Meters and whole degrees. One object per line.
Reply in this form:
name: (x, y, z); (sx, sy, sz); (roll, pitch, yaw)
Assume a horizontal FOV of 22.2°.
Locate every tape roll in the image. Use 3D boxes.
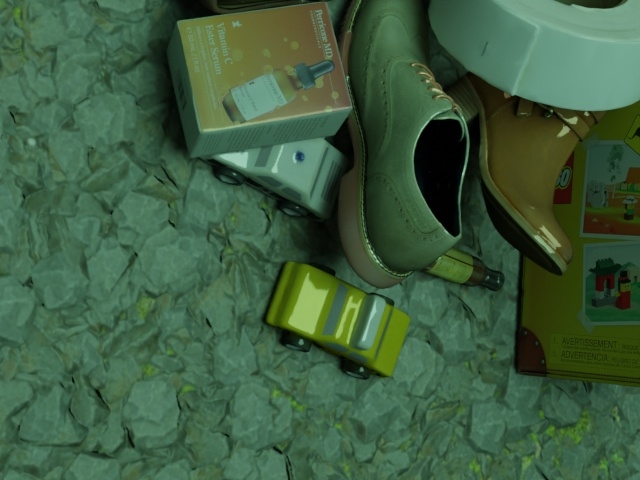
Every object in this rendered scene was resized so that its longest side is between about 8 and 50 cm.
tape roll: (0.272, -0.271, 1.899); (0.286, 0.286, 0.100); (-13, 138, -34)

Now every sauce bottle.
sauce bottle: (0.173, 0.034, 2.014); (0.128, 0.042, 0.042); (23, 77, -32)

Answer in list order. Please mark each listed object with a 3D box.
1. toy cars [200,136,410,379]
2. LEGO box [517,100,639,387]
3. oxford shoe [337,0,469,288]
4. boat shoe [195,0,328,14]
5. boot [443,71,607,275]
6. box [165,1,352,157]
toy cars: (0.000, 0.000, 1.867); (0.176, 0.087, 0.394); (-31, 107, -31)
LEGO box: (0.475, -0.005, 1.946); (0.193, 0.500, 0.372); (5, 88, -35)
oxford shoe: (0.111, -0.144, 1.866); (0.140, 0.146, 0.397); (19, 59, -41)
boat shoe: (0.003, -0.311, 1.821); (0.342, 0.123, 0.123); (-13, 131, -30)
boot: (0.277, -0.113, 1.949); (0.220, 0.283, 0.109); (-32, 149, -5)
box: (-0.068, -0.175, 1.771); (0.170, 0.091, 0.130); (-11, 78, -15)
